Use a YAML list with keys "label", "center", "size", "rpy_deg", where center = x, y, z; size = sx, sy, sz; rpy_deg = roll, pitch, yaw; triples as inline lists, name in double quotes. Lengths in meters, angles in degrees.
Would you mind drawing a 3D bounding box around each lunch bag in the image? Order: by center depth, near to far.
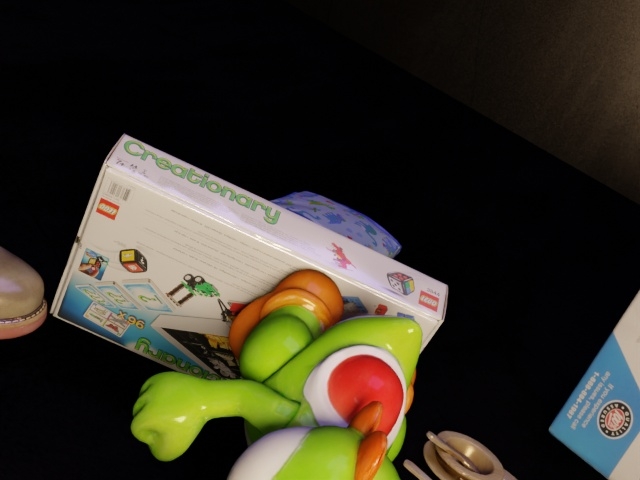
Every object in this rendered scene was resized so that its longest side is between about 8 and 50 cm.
- label: "lunch bag"
  center: [0.000, 0.000, 1.295]
  size: [0.151, 0.096, 0.129]
  rpy_deg: [43, 24, 13]

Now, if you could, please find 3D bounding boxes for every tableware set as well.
- label: "tableware set"
  center: [0.183, 0.242, 1.018]
  size: [0.194, 0.039, 0.128]
  rpy_deg: [37, 22, 25]

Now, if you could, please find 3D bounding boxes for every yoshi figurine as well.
- label: "yoshi figurine"
  center: [-0.025, 0.175, 0.733]
  size: [0.203, 0.203, 0.362]
  rpy_deg: [-4, 20, 5]

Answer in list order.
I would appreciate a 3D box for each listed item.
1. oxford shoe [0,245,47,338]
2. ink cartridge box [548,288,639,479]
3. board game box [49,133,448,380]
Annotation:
- label: "oxford shoe"
  center: [-0.372, -0.034, 0.856]
  size: [0.348, 0.130, 0.123]
  rpy_deg: [26, 20, -5]
- label: "ink cartridge box"
  center: [0.498, 0.205, 1.146]
  size: [0.395, 0.285, 0.166]
  rpy_deg: [38, 22, 26]
- label: "board game box"
  center: [-0.068, 0.053, 0.936]
  size: [0.305, 0.193, 0.053]
  rpy_deg: [25, 39, -7]
